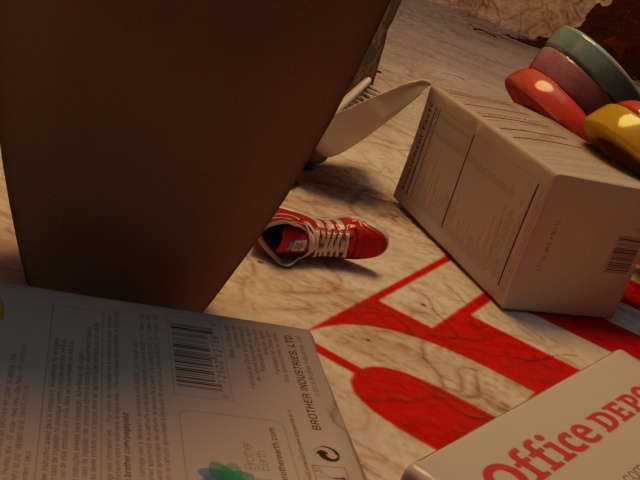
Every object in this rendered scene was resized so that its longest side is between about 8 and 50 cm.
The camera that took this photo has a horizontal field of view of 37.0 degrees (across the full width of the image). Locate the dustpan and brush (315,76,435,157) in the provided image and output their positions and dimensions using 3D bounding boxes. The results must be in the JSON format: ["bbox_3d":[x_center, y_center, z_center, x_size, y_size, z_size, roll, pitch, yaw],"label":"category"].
[{"bbox_3d":[0.005,-0.120,1.014,0.060,0.211,0.147,52,-14,-12],"label":"dustpan and brush"}]

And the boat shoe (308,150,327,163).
[{"bbox_3d":[-0.051,-0.130,1.093,0.135,0.050,0.045,29,20,24],"label":"boat shoe"}]

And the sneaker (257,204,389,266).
[{"bbox_3d":[0.000,0.000,0.821,0.118,0.042,0.067,10,17,2],"label":"sneaker"}]

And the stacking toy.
[{"bbox_3d":[0.360,-0.106,1.030,0.279,0.130,0.309,44,5,-30],"label":"stacking toy"}]

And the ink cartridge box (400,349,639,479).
[{"bbox_3d":[0.188,0.190,0.377,0.306,0.131,0.226,32,26,31],"label":"ink cartridge box"}]

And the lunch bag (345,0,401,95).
[{"bbox_3d":[-0.005,-0.279,1.243,0.169,0.235,0.287,30,24,29],"label":"lunch bag"}]

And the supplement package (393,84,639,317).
[{"bbox_3d":[0.197,-0.046,0.954,0.133,0.139,0.244,7,25,-26],"label":"supplement package"}]

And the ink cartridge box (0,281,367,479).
[{"bbox_3d":[-0.137,0.088,0.467,0.311,0.065,0.186,13,21,-18],"label":"ink cartridge box"}]

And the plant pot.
[{"bbox_3d":[-0.107,-0.086,0.628,0.256,0.274,0.256,16,20,-6],"label":"plant pot"}]
